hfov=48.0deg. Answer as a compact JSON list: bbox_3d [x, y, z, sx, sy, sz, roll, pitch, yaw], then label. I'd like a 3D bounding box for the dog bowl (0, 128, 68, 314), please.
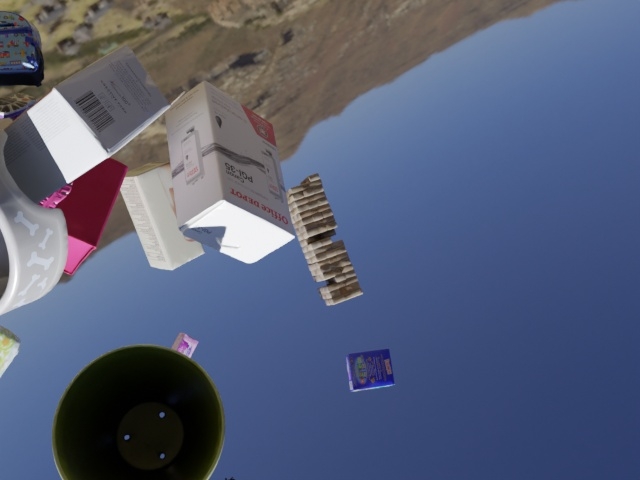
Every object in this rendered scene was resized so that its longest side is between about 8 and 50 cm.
[{"bbox_3d":[-0.573,-0.025,1.115,0.348,0.349,0.102,-25,-163,26],"label":"dog bowl"}]

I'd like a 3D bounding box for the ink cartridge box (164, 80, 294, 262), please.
[{"bbox_3d":[-0.171,-0.125,1.355,0.117,0.207,0.283,-30,-124,26],"label":"ink cartridge box"}]

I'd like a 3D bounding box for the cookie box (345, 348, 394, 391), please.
[{"bbox_3d":[0.122,0.321,1.777,0.107,0.092,0.040,-5,167,-12],"label":"cookie box"}]

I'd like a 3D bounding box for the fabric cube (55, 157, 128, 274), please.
[{"bbox_3d":[-0.699,-0.100,1.901,0.254,0.259,0.258,-31,-140,51],"label":"fabric cube"}]

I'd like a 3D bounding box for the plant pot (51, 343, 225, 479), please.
[{"bbox_3d":[-0.316,0.349,1.296,0.274,0.275,0.293,-36,171,-19],"label":"plant pot"}]

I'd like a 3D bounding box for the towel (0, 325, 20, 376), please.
[{"bbox_3d":[-0.796,0.246,1.350,0.090,0.374,0.320,18,-108,40],"label":"towel"}]

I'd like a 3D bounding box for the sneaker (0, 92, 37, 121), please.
[{"bbox_3d":[-0.778,-0.330,1.842,0.170,0.068,0.071,-73,-179,-72],"label":"sneaker"}]

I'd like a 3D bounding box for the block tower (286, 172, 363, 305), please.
[{"bbox_3d":[0.000,0.000,1.895,0.097,0.335,0.091,-19,179,-19],"label":"block tower"}]

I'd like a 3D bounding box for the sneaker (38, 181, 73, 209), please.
[{"bbox_3d":[-0.641,-0.095,1.601,0.111,0.103,0.252,3,-110,30],"label":"sneaker"}]

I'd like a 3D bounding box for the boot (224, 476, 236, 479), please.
[{"bbox_3d":[-0.263,0.754,2.083,0.045,0.121,0.099,-5,150,-48],"label":"boot"}]

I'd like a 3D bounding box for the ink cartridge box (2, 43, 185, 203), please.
[{"bbox_3d":[-0.423,-0.190,1.234,0.309,0.130,0.272,-24,-160,32],"label":"ink cartridge box"}]

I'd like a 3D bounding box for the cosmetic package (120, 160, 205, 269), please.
[{"bbox_3d":[-0.473,-0.075,2.128,0.129,0.296,0.153,-29,-158,-34],"label":"cosmetic package"}]

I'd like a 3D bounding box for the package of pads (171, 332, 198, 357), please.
[{"bbox_3d":[-0.342,0.272,1.761,0.032,0.050,0.083,7,-115,49],"label":"package of pads"}]

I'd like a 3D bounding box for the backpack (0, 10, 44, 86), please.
[{"bbox_3d":[-0.710,-0.444,1.623,0.158,0.173,0.117,-3,167,-13],"label":"backpack"}]
